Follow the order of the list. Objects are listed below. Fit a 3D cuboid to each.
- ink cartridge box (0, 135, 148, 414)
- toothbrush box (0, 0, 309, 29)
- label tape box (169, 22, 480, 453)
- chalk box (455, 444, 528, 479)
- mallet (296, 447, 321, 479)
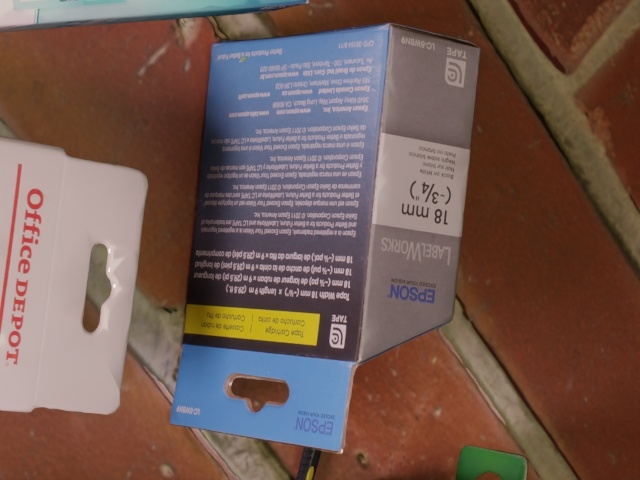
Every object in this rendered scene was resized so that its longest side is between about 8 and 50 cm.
[{"bbox_3d":[-0.315,0.015,1.430,0.353,0.119,0.207,11,84,-35],"label":"ink cartridge box"},{"bbox_3d":[-0.172,-0.274,1.476,0.295,0.126,0.216,-5,95,-15],"label":"toothbrush box"},{"bbox_3d":[0.000,0.000,1.590,0.106,0.240,0.334,8,86,-38],"label":"label tape box"},{"bbox_3d":[0.121,0.328,1.720,0.179,0.180,0.289,31,74,-32],"label":"chalk box"},{"bbox_3d":[-0.027,0.230,1.703,0.062,0.039,0.190,17,76,-33],"label":"mallet"}]
